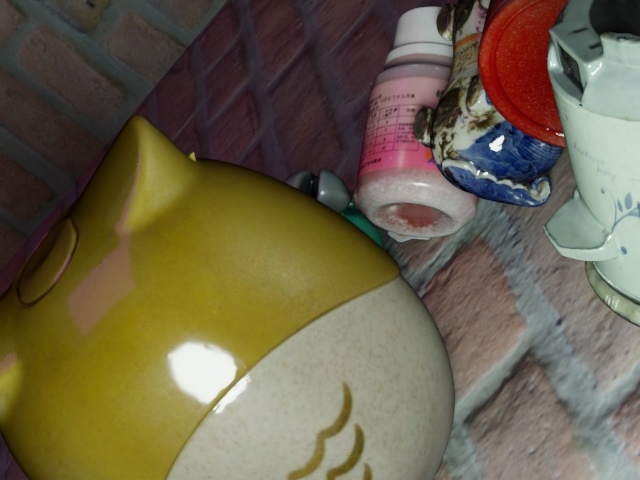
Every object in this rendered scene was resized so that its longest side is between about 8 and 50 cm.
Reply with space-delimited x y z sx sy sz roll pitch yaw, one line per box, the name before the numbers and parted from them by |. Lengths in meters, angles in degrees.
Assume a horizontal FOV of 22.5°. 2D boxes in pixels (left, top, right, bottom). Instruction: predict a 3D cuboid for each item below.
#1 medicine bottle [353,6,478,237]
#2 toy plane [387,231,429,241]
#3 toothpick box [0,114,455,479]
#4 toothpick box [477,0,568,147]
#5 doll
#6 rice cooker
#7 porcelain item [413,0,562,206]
medicine bottle | 0.121 -0.137 1.845 0.147 0.147 0.247 -22 53 55
toy plane | 0.106 -0.091 1.929 0.053 0.078 0.197 58 -141 -65
toothpick box | -0.115 0.123 1.601 0.409 0.425 0.409 -44 22 23
toothpick box | 0.279 -0.272 1.606 0.204 0.204 0.333 -36 27 40
doll | -0.001 0.021 1.958 0.258 0.153 0.195 100 174 -81
rice cooker | 0.308 -0.070 1.196 0.317 0.316 0.264 -50 31 10
porcelain item | 0.216 -0.168 1.750 0.138 0.186 0.288 -34 39 53
